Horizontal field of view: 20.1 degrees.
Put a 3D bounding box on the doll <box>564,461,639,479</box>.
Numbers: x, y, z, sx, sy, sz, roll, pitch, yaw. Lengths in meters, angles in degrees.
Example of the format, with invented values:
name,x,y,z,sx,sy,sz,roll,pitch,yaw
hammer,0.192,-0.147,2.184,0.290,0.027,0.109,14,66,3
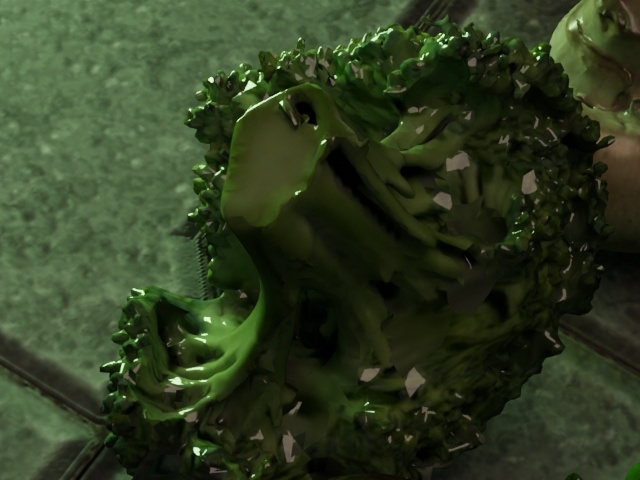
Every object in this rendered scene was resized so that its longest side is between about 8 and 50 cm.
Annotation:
name,x,y,z,sx,sy,sz,roll,pitch,yaw
doll,0.195,0.206,1.164,0.115,0.050,0.190,31,60,7

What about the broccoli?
name,x,y,z,sx,sy,sz,roll,pitch,yaw
broccoli,-0.003,-0.004,1.138,0.375,0.302,0.249,-41,39,0

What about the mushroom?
name,x,y,z,sx,sy,sz,roll,pitch,yaw
mushroom,0.249,-0.104,1.287,0.189,0.195,0.254,25,60,3

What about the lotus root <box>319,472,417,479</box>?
name,x,y,z,sx,sy,sz,roll,pitch,yaw
lotus root,-0.042,0.259,0.998,0.397,0.196,0.179,-30,32,-26
